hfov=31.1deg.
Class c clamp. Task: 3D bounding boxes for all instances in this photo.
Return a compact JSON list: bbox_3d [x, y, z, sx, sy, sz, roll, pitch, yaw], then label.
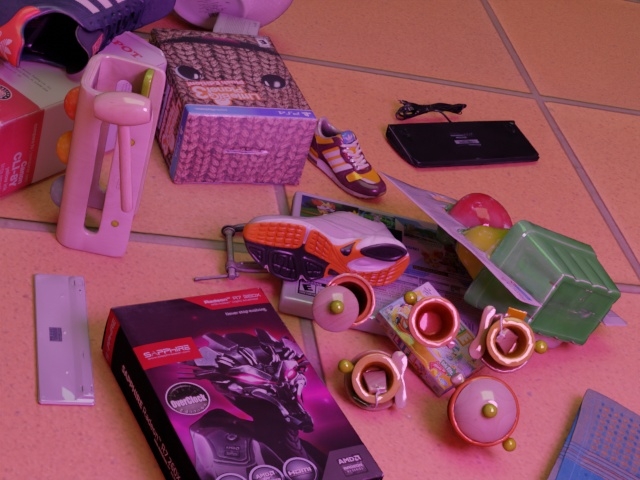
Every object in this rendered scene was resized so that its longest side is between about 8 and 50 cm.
[{"bbox_3d":[-0.123,0.013,1.800,0.137,0.022,0.160,1,33,-1],"label":"c clamp"}]

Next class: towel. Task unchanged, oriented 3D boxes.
[{"bbox_3d":[0.496,0.374,1.584,0.370,0.040,0.271,29,37,12],"label":"towel"}]

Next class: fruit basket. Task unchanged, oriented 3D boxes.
[{"bbox_3d":[0.284,0.025,1.833,0.327,0.165,0.353,16,17,-48],"label":"fruit basket"}]

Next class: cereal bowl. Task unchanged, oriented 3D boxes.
[{"bbox_3d":[-0.209,-0.524,2.284,0.339,0.339,0.141,14,61,-5],"label":"cereal bowl"}]

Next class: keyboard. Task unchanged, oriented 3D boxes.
[{"bbox_3d":[0.268,-0.212,2.292,0.317,0.033,0.201,-4,47,-30],"label":"keyboard"},{"bbox_3d":[-0.351,0.130,1.567,0.072,0.014,0.256,0,38,-16],"label":"keyboard"}]

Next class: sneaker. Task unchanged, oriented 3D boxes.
[{"bbox_3d":[0.049,-0.148,2.058,0.185,0.084,0.069,37,39,25],"label":"sneaker"},{"bbox_3d":[-0.365,-0.339,1.835,0.350,0.131,0.148,-18,56,-33],"label":"sneaker"},{"bbox_3d":[0.000,0.000,1.781,0.262,0.099,0.121,11,27,-21],"label":"sneaker"}]

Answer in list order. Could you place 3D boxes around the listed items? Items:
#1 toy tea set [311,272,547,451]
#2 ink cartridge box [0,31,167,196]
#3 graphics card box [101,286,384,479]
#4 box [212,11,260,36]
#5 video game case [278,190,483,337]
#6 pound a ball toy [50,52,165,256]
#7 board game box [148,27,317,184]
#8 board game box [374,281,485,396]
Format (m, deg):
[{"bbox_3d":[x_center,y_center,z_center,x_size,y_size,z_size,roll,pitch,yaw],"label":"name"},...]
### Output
[{"bbox_3d":[0.143,0.157,1.572,0.336,0.200,0.124,15,-9,-2],"label":"toy tea set"},{"bbox_3d":[-0.484,-0.250,1.895,0.279,0.160,0.385,34,38,20],"label":"ink cartridge box"},{"bbox_3d":[-0.110,0.218,1.480,0.233,0.094,0.371,-6,42,-30],"label":"graphics card box"},{"bbox_3d":[-0.173,-0.375,2.256,0.087,0.101,0.102,14,35,-4],"label":"box"},{"bbox_3d":[0.104,0.049,1.857,0.329,0.036,0.300,13,35,-5],"label":"video game case"},{"bbox_3d":[-0.318,-0.122,1.653,0.136,0.319,0.208,13,35,-6],"label":"pound a ball toy"},{"bbox_3d":[-0.171,-0.238,2.035,0.232,0.141,0.291,0,38,-24],"label":"board game box"},{"bbox_3d":[0.168,0.145,1.711,0.103,0.026,0.154,-28,67,-30],"label":"board game box"}]
